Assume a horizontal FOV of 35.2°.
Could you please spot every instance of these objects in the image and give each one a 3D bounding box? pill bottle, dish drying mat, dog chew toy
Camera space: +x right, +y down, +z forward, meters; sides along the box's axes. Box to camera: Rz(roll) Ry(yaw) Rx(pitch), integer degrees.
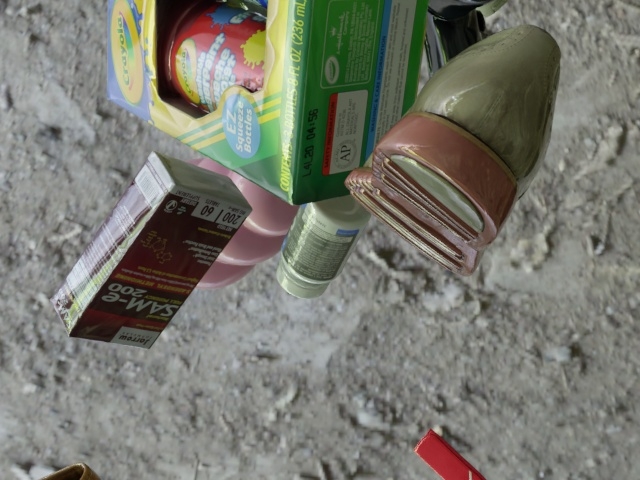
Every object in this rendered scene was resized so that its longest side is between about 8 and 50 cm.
[{"bbox_3d":[0.000,0.000,1.157,0.078,0.078,0.137,18,132,-10],"label":"pill bottle"},{"bbox_3d":[0.135,0.234,1.048,0.083,0.008,0.032,41,105,24],"label":"dish drying mat"},{"bbox_3d":[-0.129,-0.047,1.515,0.206,0.207,0.331,39,144,-23],"label":"dog chew toy"}]

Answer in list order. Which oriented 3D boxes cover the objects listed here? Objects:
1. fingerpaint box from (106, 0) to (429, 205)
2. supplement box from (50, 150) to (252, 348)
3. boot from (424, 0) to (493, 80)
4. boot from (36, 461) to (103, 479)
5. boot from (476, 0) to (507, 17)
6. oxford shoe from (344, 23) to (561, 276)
[{"bbox_3d":[-0.065,-0.311,1.031,0.163,0.371,0.445,-14,121,-37],"label":"fingerpaint box"},{"bbox_3d":[-0.206,0.018,1.228,0.130,0.073,0.239,17,118,-47],"label":"supplement box"},{"bbox_3d":[0.165,-0.240,1.126,0.094,0.246,0.207,-22,120,-4],"label":"boot"},{"bbox_3d":[-0.114,0.231,0.713,0.283,0.109,0.220,-30,114,-10],"label":"boot"},{"bbox_3d":[0.193,-0.367,1.493,0.213,0.077,0.165,-29,164,16],"label":"boot"},{"bbox_3d":[0.106,-0.059,0.753,0.123,0.348,0.130,37,84,-2],"label":"oxford shoe"}]
